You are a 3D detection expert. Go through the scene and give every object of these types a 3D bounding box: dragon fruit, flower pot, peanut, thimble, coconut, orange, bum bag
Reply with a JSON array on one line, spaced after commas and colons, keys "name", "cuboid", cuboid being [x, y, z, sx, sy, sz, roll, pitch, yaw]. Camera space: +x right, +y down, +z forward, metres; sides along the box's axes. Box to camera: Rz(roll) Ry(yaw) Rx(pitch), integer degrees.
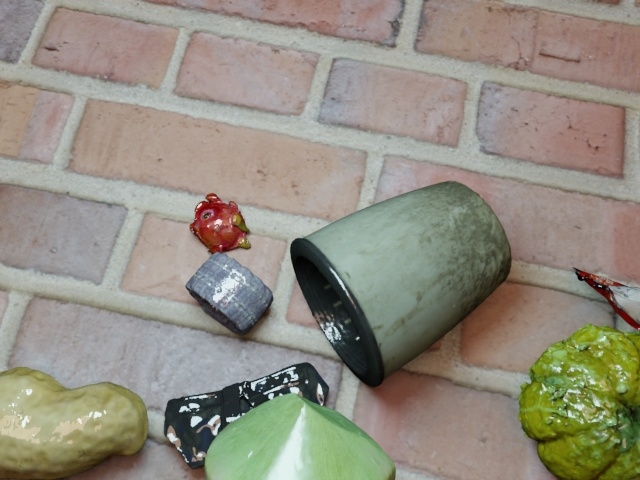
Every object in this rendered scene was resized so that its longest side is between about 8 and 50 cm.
[{"name": "dragon fruit", "cuboid": [-0.205, -0.034, 1.482, 0.112, 0.068, 0.126, -22, 70, -7]}, {"name": "flower pot", "cuboid": [0.152, 0.054, 1.335, 0.330, 0.293, 0.294, -29, 73, -14]}, {"name": "peanut", "cuboid": [-0.497, 0.323, 1.307, 0.387, 0.169, 0.192, 3, 61, -3]}, {"name": "thimble", "cuboid": [-0.169, 0.100, 1.394, 0.150, 0.150, 0.098, 35, 73, 12]}, {"name": "coconut", "cuboid": [-0.035, 0.395, 1.199, 0.328, 0.281, 0.329, 8, 110, 23]}, {"name": "orange", "cuboid": [0.507, 0.294, 1.282, 0.301, 0.223, 0.300, -25, 78, -9]}, {"name": "bum bag", "cuboid": [-0.129, 0.318, 1.354, 0.309, 0.074, 0.137, -15, 69, -7]}]

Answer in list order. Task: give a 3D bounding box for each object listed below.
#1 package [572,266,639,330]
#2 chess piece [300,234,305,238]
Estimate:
[{"name": "package", "cuboid": [0.556, 0.110, 1.338, 0.194, 0.269, 0.071, 34, 97, 6]}, {"name": "chess piece", "cuboid": [0.000, 0.000, 1.485, 0.093, 0.042, 0.042, -2, 70, 6]}]
